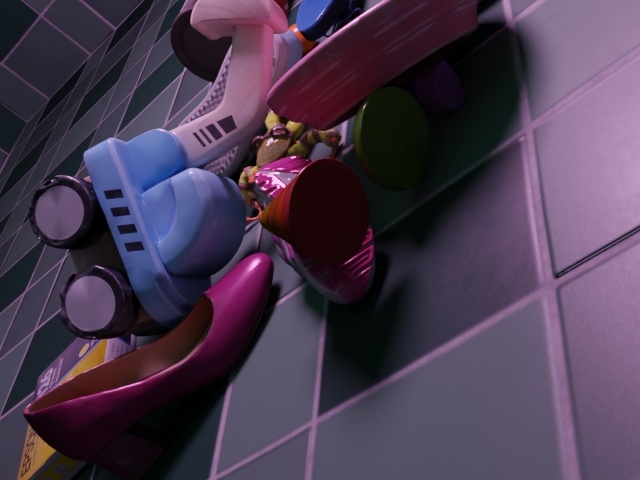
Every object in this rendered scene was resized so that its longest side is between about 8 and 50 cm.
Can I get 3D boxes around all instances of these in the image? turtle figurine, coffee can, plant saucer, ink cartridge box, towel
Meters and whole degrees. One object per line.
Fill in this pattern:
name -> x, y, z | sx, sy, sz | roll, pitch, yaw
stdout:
turtle figurine -> -0.071, -0.144, 1.514 | 0.269, 0.087, 0.217 | -33, 31, 35
coffee can -> -0.189, -0.504, 2.055 | 0.201, 0.201, 0.275 | -29, 33, 40
plant saucer -> 0.084, -0.247, 1.267 | 0.332, 0.084, 0.332 | -32, 2, 1
ink cartridge box -> -0.427, 0.288, 1.571 | 0.307, 0.072, 0.304 | -43, 27, 14
towel -> -0.130, -0.187, 1.756 | 0.152, 0.023, 0.113 | -60, 24, -12

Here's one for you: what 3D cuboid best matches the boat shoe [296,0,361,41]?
boat shoe -> 0.037, -0.445, 1.739 | 0.109, 0.089, 0.258 | -9, 42, 38

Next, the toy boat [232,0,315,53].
toy boat -> -0.083, -0.387, 1.821 | 0.151, 0.151, 0.231 | -3, 60, 8

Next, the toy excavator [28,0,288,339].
toy excavator -> -0.197, -0.108, 1.415 | 0.445, 0.433, 0.222 | -25, -11, 12

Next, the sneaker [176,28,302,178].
sneaker -> -0.138, -0.219, 1.681 | 0.366, 0.135, 0.150 | -51, -15, 28

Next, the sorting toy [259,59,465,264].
sorting toy -> 0.041, -0.105, 1.172 | 0.126, 0.127, 0.365 | -6, 34, 47

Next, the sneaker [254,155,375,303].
sneaker -> 0.000, 0.000, 1.204 | 0.102, 0.111, 0.252 | -20, 44, -10

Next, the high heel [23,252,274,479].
high heel -> -0.222, 0.142, 1.278 | 0.377, 0.181, 0.127 | -56, 25, -8
